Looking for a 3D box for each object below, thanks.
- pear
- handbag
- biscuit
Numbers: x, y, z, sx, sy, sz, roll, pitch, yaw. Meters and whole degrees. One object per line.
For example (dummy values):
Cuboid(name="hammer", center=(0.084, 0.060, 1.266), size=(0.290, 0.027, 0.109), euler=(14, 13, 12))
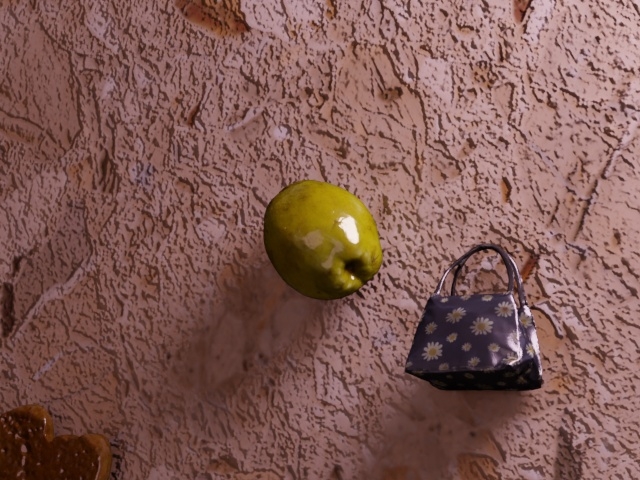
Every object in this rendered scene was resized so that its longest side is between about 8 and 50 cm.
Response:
Cuboid(name="pear", center=(0.000, 0.000, 1.812), size=(0.131, 0.107, 0.107), euler=(36, 98, 42))
Cuboid(name="handbag", center=(0.147, 0.069, 1.740), size=(0.115, 0.072, 0.139), euler=(-4, 65, 31))
Cuboid(name="biscuit", center=(-0.325, 0.282, 1.968), size=(0.290, 0.041, 0.208), euler=(-31, 67, 19))
